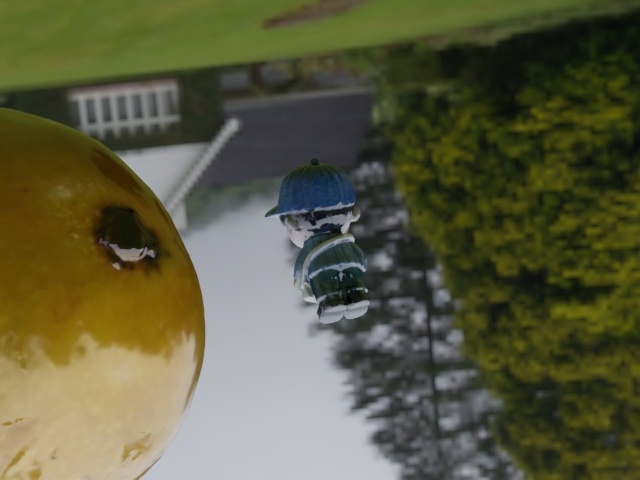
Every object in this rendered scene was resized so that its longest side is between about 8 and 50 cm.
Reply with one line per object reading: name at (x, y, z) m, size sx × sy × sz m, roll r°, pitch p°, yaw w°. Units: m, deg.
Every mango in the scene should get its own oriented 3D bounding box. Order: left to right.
mango at (-0.142, 0.034, 0.592) m, size 0.109 × 0.157 × 0.262 m, roll -21°, pitch -177°, yaw -43°

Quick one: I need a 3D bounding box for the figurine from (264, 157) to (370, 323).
figurine at (0.000, 0.000, 1.554) m, size 0.086 × 0.149 × 0.087 m, roll -11°, pitch 155°, yaw -11°
